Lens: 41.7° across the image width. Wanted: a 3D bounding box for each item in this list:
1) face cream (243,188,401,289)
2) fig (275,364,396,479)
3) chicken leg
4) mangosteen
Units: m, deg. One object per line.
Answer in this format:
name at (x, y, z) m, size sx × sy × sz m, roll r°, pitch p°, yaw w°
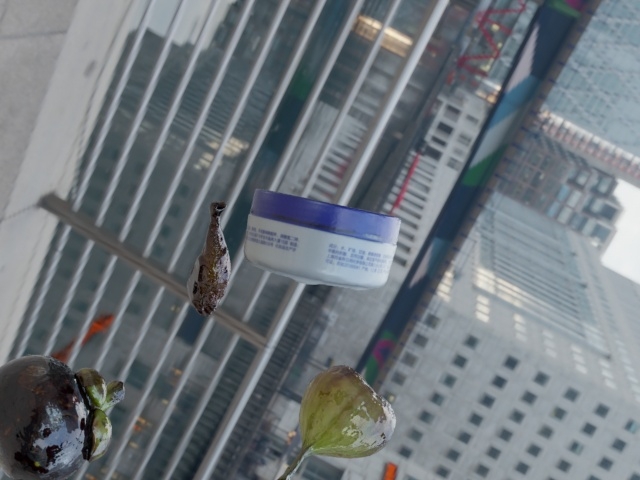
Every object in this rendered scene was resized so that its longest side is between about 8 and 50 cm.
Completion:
face cream at (0.000, 0.000, 1.145) m, size 0.206 × 0.205 × 0.111 m, roll -40°, pitch 143°, yaw -85°
fig at (0.020, 0.296, 1.346) m, size 0.143 × 0.160 × 0.230 m, roll -48°, pitch 167°, yaw 30°
chicken leg at (-0.168, 0.039, 1.269) m, size 0.048 × 0.089 × 0.219 m, roll -11°, pitch 144°, yaw -26°
mangosteen at (-0.390, 0.256, 1.250) m, size 0.217 × 0.192 × 0.192 m, roll -19°, pitch 154°, yaw -29°
